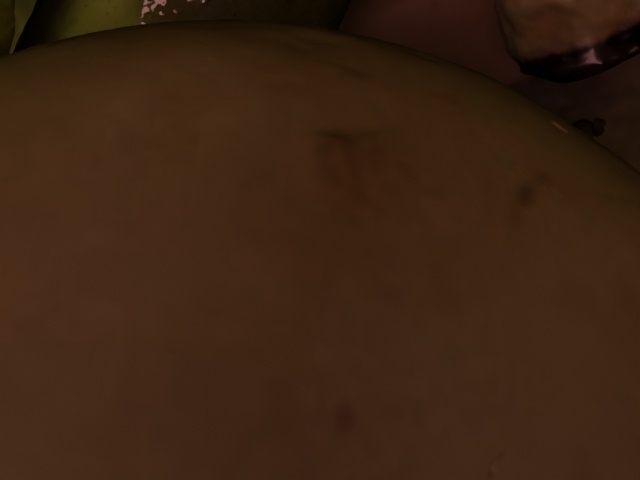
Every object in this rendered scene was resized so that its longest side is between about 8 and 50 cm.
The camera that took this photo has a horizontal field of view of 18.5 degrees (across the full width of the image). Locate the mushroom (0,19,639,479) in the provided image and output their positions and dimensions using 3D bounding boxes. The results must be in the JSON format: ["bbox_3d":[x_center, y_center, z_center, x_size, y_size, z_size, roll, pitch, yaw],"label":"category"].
[{"bbox_3d":[-0.030,0.128,0.511,0.362,0.294,0.362,3,83,-23],"label":"mushroom"}]

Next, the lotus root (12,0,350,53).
[{"bbox_3d":[-0.038,-0.072,0.616,0.077,0.090,0.183,43,110,25],"label":"lotus root"}]

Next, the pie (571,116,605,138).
[{"bbox_3d":[-0.002,0.001,0.628,0.191,0.033,0.088,-7,149,-20],"label":"pie"}]

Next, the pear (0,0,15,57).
[{"bbox_3d":[-0.214,-0.032,0.574,0.239,0.139,0.288,2,109,-24],"label":"pear"}]

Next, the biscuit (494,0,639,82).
[{"bbox_3d":[0.060,-0.157,0.588,0.061,0.055,0.219,-15,106,7],"label":"biscuit"}]
